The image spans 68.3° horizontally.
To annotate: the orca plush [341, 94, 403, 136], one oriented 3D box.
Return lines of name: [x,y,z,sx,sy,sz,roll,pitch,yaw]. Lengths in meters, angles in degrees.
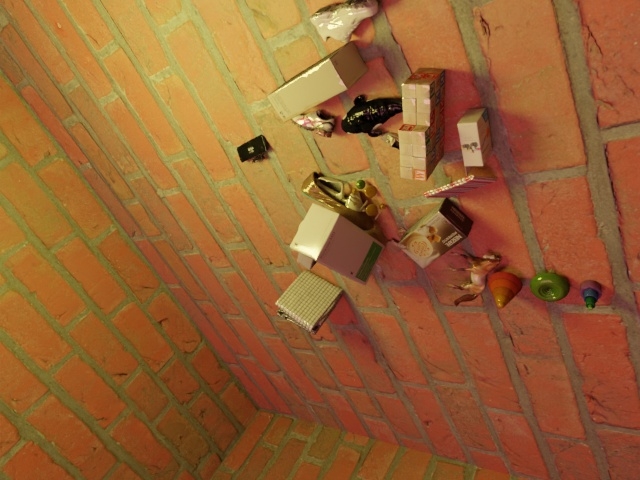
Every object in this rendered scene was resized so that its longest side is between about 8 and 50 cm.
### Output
orca plush: [0.168,-0.398,1.575,0.287,0.102,0.151,11,130,37]

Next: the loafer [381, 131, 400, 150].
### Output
loafer: [0.262,-0.334,1.624,0.125,0.039,0.045,27,140,15]

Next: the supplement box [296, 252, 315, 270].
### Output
supplement box: [0.000,0.000,2.000,0.073,0.239,0.130,31,141,12]

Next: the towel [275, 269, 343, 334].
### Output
towel: [-0.055,0.305,2.310,0.235,0.283,0.121,30,142,14]

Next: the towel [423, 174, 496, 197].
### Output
towel: [0.456,-0.180,1.552,0.197,0.144,0.029,-19,79,46]

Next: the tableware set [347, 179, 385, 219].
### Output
tableware set: [0.185,-0.161,1.833,0.154,0.104,0.024,35,-178,-12]

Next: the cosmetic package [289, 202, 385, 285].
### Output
cosmetic package: [0.075,0.022,1.851,0.155,0.196,0.366,25,178,39]

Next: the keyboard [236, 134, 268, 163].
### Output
keyboard: [-0.284,-0.383,2.034,0.192,0.038,0.100,-12,96,46]

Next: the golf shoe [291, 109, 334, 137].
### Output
golf shoe: [-0.026,-0.443,1.744,0.186,0.067,0.085,25,108,25]

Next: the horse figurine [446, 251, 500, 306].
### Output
horse figurine: [0.576,0.142,1.804,0.175,0.066,0.263,6,125,12]

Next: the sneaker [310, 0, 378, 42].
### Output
sneaker: [0.085,-0.662,1.427,0.232,0.090,0.115,8,142,41]

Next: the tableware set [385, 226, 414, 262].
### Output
tableware set: [0.350,0.021,1.918,0.141,0.020,0.168,35,140,5]

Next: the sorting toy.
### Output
sorting toy: [0.764,0.196,1.638,0.366,0.126,0.127,1,128,30]

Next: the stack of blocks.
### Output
stack of blocks: [0.314,-0.355,1.458,0.087,0.171,0.297,14,135,28]

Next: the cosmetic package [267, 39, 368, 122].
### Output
cosmetic package: [-0.014,-0.522,1.570,0.310,0.160,0.113,-11,121,46]

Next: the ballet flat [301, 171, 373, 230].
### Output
ballet flat: [0.082,-0.171,1.896,0.342,0.116,0.124,34,122,13]

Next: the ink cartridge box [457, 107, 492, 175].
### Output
ink cartridge box: [0.475,-0.297,1.437,0.062,0.104,0.181,6,131,36]

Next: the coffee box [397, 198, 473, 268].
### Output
coffee box: [0.420,-0.023,1.741,0.141,0.098,0.246,42,137,-3]
